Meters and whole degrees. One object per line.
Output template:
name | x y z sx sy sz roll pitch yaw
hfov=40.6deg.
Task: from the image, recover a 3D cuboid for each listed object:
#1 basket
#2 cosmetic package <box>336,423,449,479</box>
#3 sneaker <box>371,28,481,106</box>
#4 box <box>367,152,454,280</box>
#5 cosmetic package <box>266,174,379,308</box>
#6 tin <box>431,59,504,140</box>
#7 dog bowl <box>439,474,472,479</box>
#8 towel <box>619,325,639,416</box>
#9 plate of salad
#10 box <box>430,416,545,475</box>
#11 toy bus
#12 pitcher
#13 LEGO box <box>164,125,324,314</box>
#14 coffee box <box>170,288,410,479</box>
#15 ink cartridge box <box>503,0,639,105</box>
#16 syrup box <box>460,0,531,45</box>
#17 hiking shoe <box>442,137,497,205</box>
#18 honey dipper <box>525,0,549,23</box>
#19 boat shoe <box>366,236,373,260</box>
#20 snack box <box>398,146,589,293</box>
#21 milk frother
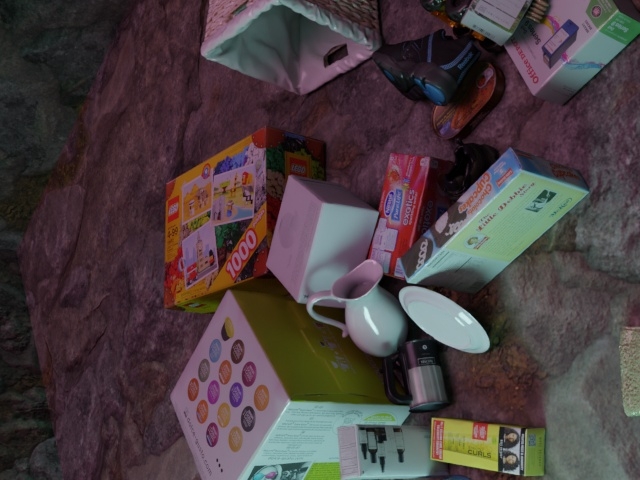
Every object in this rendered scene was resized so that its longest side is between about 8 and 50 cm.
basket | -0.067 -0.565 2.115 0.328 0.331 0.266 -21 60 49
cosmetic package | 0.143 0.407 1.661 0.060 0.239 0.098 -23 64 47
sneaker | 0.226 -0.379 1.853 0.139 0.125 0.341 -48 29 0
box | 0.202 -0.045 1.790 0.128 0.123 0.256 14 93 53
cosmetic package | 0.000 0.000 1.882 0.224 0.138 0.224 -135 57 -63
tin | 0.304 -0.287 1.789 0.189 0.040 0.106 -47 51 35
dog bowl | 0.279 0.541 1.588 0.297 0.074 0.165 15 93 54
towel | 0.527 0.207 1.381 0.110 0.027 0.148 -14 71 52
plate of salad | 0.241 0.147 1.665 0.200 0.200 0.048 6 51 53
box | 0.306 0.378 1.604 0.232 0.058 0.087 -5 78 53
toy bus | 0.330 -0.511 1.734 0.211 0.149 0.220 -58 37 7
pitcher | 0.080 0.156 1.785 0.178 0.207 0.125 -21 40 9
LEGO box | -0.207 -0.032 2.267 0.500 0.193 0.372 -21 66 49
coffee box | -0.071 0.346 1.876 0.334 0.338 0.337 -59 42 24
ink cartridge box | 0.453 -0.374 1.565 0.212 0.093 0.154 -48 47 38
syrup box | 0.359 -0.488 1.576 0.236 0.093 0.096 -60 0 0
hiking shoe | 0.278 -0.086 1.707 0.086 0.114 0.226 0 81 53
honey dipper | 0.416 -0.466 1.540 0.030 0.030 0.160 42 109 49
boat shoe | 0.099 0.023 1.930 0.277 0.098 0.096 -60 42 26
snack box | 0.312 -0.025 1.586 0.322 0.187 0.060 -48 46 34
milk frother | 0.188 0.287 1.768 0.143 0.129 0.134 76 -174 -66
